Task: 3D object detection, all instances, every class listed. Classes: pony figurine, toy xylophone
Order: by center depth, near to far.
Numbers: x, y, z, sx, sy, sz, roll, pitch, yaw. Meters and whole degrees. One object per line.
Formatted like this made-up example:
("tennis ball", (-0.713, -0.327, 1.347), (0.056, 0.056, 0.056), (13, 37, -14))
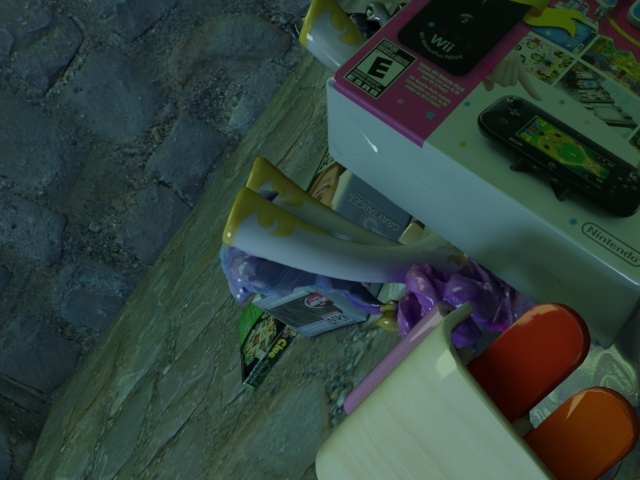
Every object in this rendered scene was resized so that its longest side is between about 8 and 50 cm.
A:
("toy xylophone", (0.098, 0.196, 0.502), (0.236, 0.323, 0.081), (-41, -23, 26))
("pony figurine", (0.115, 0.012, 0.720), (0.303, 0.363, 0.351), (120, 169, -68))

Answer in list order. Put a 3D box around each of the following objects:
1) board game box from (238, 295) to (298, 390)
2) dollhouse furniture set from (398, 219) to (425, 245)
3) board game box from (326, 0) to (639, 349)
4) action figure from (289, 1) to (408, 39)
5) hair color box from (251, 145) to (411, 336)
("board game box", (-0.093, 0.144, 1.628), (0.136, 0.030, 0.260), (-56, 16, 13))
("dollhouse furniture set", (0.170, -0.019, 0.945), (0.123, 0.144, 0.151), (-53, -20, 13))
("board game box", (0.184, -0.116, 0.605), (0.303, 0.224, 0.097), (-45, -22, -20))
("action figure", (0.140, -0.292, 1.420), (0.330, 0.341, 0.179), (-43, 59, 61))
("hair color box", (0.051, -0.052, 1.416), (0.185, 0.113, 0.375), (-27, 35, 61))
